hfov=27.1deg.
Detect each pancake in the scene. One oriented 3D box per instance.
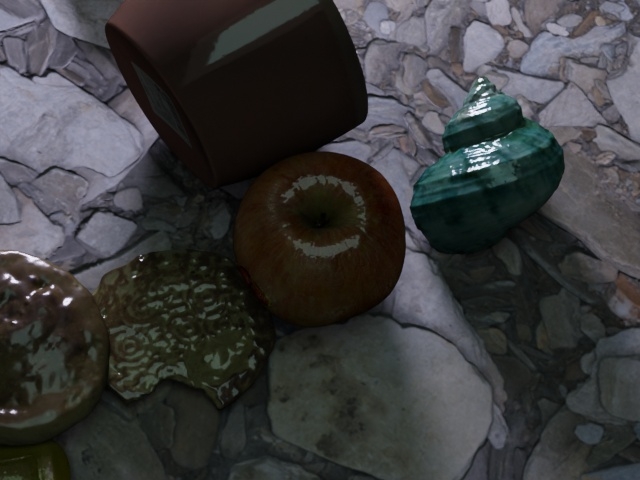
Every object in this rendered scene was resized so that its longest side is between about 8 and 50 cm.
[{"bbox_3d":[-0.357,0.118,1.506,0.242,0.050,0.241,5,62,-10],"label":"pancake"},{"bbox_3d":[-0.170,0.104,1.589,0.235,0.029,0.211,9,62,-3],"label":"pancake"}]

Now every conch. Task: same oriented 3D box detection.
[{"bbox_3d":[0.213,-0.100,1.681,0.196,0.134,0.202,-2,65,-10],"label":"conch"}]

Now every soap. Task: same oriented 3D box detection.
[{"bbox_3d":[-0.349,0.268,1.475,0.140,0.045,0.088,-7,68,-12],"label":"soap"}]

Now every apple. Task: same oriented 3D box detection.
[{"bbox_3d":[0.000,0.000,1.576,0.211,0.188,0.211,1,63,-3],"label":"apple"}]

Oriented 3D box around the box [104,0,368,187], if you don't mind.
[{"bbox_3d":[-0.108,-0.215,1.617,0.216,0.301,0.301,-36,73,-14],"label":"box"}]
